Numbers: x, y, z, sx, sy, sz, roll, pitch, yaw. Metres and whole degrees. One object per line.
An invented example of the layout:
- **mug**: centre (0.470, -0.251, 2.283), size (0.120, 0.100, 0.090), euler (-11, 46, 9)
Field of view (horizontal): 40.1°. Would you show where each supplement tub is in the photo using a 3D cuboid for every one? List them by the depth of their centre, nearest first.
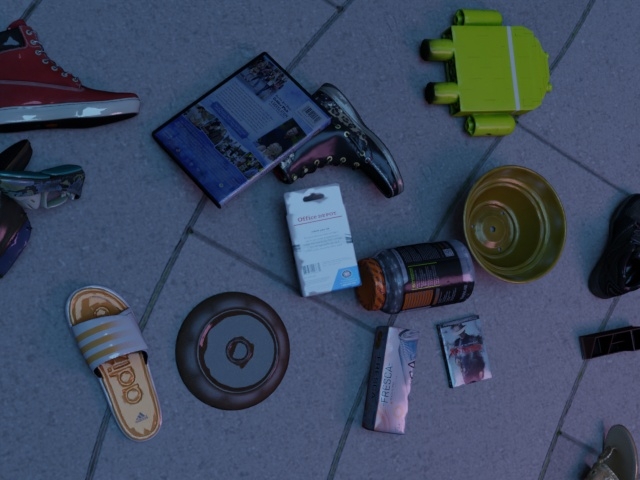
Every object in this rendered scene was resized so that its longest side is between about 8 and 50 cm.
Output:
- **supplement tub**: centre (0.164, 0.065, 1.539), size (0.190, 0.117, 0.117), euler (-7, 86, -20)

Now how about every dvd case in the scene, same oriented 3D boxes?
- **dvd case**: centre (-0.130, -0.190, 1.472), size (0.253, 0.022, 0.180), euler (-39, 72, -16)
- **dvd case**: centre (0.265, 0.204, 1.614), size (0.087, 0.013, 0.120), euler (-10, 86, -20)

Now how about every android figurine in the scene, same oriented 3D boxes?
- **android figurine**: centre (0.324, -0.323, 1.674), size (0.272, 0.056, 0.249), euler (-6, 85, -20)

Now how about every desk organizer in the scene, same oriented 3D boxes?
- **desk organizer**: centre (0.574, 0.198, 1.704), size (0.130, 0.050, 0.047), euler (-8, 86, -20)

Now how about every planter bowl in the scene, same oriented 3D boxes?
- **planter bowl**: centre (0.339, -0.025, 1.626), size (0.217, 0.090, 0.217), euler (3, 83, -20)

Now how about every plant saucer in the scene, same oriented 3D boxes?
- **plant saucer**: centre (-0.140, 0.184, 1.460), size (0.198, 0.036, 0.199), euler (2, 84, -20)

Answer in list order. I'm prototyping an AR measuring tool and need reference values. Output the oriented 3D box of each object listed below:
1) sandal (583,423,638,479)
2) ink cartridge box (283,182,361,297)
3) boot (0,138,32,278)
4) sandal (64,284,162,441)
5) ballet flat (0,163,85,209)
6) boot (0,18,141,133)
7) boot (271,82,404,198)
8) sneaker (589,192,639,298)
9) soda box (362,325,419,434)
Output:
- **sandal**: centre (0.531, 0.466, 1.638), size (0.079, 0.088, 0.240), euler (7, 86, -25)
- **ink cartridge box**: centre (0.000, 0.000, 1.507), size (0.104, 0.060, 0.180), euler (-11, 87, -5)
- **boot**: centre (-0.489, -0.048, 1.358), size (0.106, 0.082, 0.219), euler (48, 58, -36)
- **sandal**: centre (-0.310, 0.190, 1.377), size (0.101, 0.076, 0.265), euler (-25, 92, -21)
- **ballet flat**: centre (-0.425, -0.078, 1.330), size (0.188, 0.070, 0.070), euler (-15, 89, -62)
- **boot**: centre (-0.413, -0.267, 1.392), size (0.244, 0.088, 0.176), euler (-4, 84, -16)
- **boot**: centre (0.016, -0.136, 1.529), size (0.178, 0.085, 0.236), euler (-37, 90, -17)
- **sneaker**: centre (0.616, 0.007, 1.702), size (0.087, 0.130, 0.228), euler (34, 72, -15)
- **soda box**: centre (0.123, 0.244, 1.535), size (0.062, 0.058, 0.183), euler (12, 80, -18)
